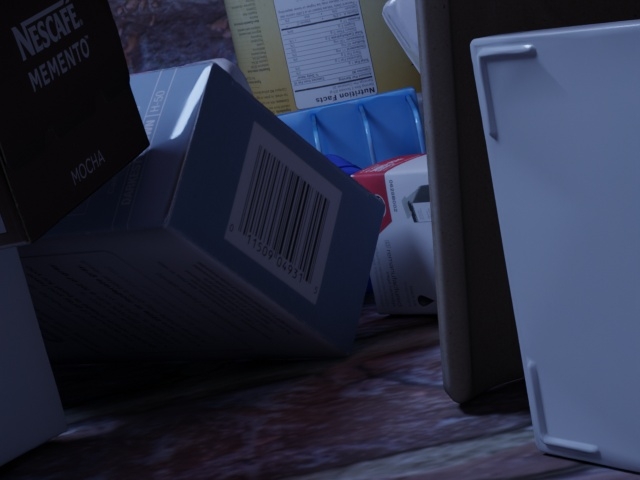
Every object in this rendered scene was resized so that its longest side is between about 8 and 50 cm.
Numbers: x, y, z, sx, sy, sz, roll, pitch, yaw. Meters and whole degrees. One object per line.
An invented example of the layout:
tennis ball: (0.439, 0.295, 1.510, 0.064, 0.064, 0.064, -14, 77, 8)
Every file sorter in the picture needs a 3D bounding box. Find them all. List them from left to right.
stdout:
file sorter: (0.006, -0.040, 1.371, 0.170, 0.118, 0.104, -12, 14, 1)
file sorter: (0.225, -0.009, 0.714, 0.173, 0.192, 0.278, -15, 10, -32)

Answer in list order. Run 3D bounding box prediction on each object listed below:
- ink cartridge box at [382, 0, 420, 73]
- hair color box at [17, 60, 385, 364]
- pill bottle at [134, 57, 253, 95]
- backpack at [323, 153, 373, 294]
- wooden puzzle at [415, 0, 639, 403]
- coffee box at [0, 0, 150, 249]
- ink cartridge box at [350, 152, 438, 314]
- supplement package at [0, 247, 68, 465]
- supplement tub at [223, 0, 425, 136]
ink cartridge box: (0.251, -0.186, 1.327, 0.285, 0.166, 0.395, -35, -7, 19)
hair color box: (-0.168, -0.004, 1.126, 0.374, 0.113, 0.185, -5, -29, 37)
pill bottle: (-0.207, -0.056, 1.558, 0.302, 0.169, 0.169, -10, 10, 11)
backpack: (0.000, 0.000, 1.219, 0.101, 0.098, 0.120, 30, 33, 30)
wooden puzzle: (0.197, -0.105, 0.898, 0.348, 0.322, 0.080, -17, 31, -18)
coffee box: (-0.264, -0.051, 0.924, 0.297, 0.118, 0.168, -11, 16, 19)
ink cartridge box: (0.093, -0.006, 1.109, 0.135, 0.099, 0.056, -3, 13, 44)
supplement package: (-0.289, 0.073, 1.011, 0.244, 0.133, 0.139, -3, 16, 42)
supplement tub: (0.026, -0.205, 1.683, 0.228, 0.316, 0.228, -12, 10, 2)
